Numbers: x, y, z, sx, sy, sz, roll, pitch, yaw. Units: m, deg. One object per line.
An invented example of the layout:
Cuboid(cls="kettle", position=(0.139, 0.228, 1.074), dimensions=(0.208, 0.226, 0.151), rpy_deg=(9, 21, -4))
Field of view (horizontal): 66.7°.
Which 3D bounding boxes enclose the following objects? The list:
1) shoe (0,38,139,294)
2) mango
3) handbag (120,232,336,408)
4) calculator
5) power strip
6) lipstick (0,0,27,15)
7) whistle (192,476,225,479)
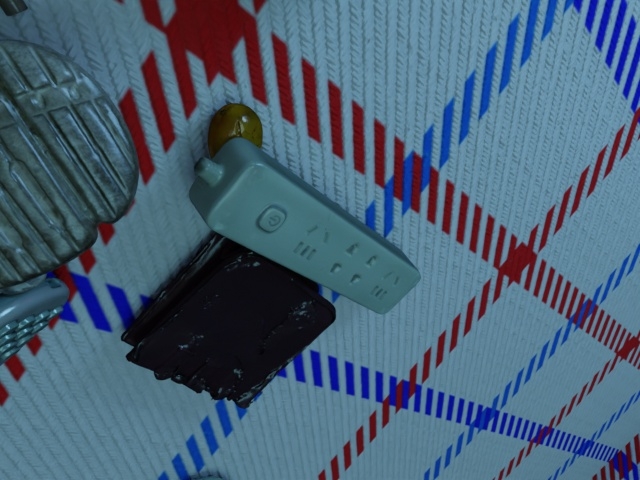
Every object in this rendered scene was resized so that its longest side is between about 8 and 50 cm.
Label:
Cuboid(cls="shoe", position=(-0.302, -0.013, 0.350), dimensions=(0.350, 0.198, 0.172), rpy_deg=(-22, 109, -12))
Cuboid(cls="mango", position=(-0.089, -0.100, 0.514), dimensions=(0.060, 0.046, 0.089), rpy_deg=(-18, 129, -23))
Cuboid(cls="handbag", position=(-0.110, 0.107, 0.626), dimensions=(0.216, 0.074, 0.203), rpy_deg=(-45, 130, 8))
Cuboid(cls="calculator", position=(-0.365, 0.134, 0.452), dimensions=(0.295, 0.184, 0.042), rpy_deg=(-40, 93, -3))
Cuboid(cls="power strip", position=(0.000, 0.000, 0.588), dimensions=(0.091, 0.062, 0.385), rpy_deg=(-48, 138, 10))
Cuboid(cls="lipstick", position=(-0.257, -0.218, 0.363), dimensions=(0.019, 0.019, 0.094), rpy_deg=(-28, 129, -9))
Cuboid(cls="whistle", position=(-0.245, 0.450, 0.789), dimensions=(0.257, 0.067, 0.126), rpy_deg=(7, 116, -29))
